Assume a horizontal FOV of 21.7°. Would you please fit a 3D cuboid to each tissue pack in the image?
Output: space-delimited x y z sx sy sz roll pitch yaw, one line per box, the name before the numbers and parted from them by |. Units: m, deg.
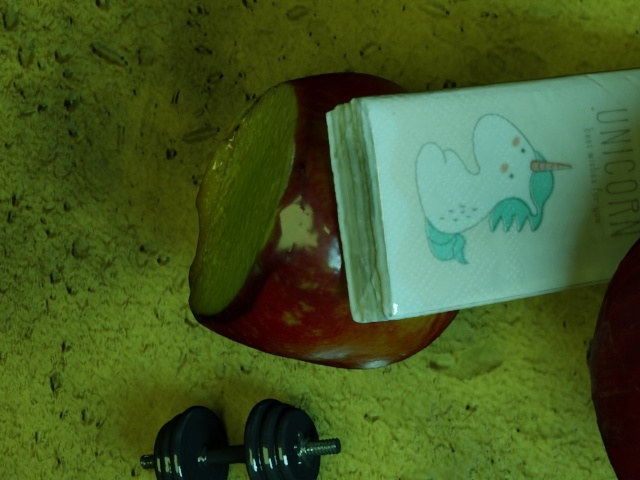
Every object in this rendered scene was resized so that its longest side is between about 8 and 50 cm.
tissue pack | 0.169 -0.042 1.307 0.071 0.325 0.170 -7 92 63

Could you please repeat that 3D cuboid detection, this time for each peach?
peach | 0.000 0.000 1.421 0.245 0.249 0.274 48 147 -16

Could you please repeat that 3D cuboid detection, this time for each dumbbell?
dumbbell | -0.077 0.198 1.550 0.208 0.099 0.099 -8 92 26

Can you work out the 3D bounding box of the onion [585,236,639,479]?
onion | 0.343 0.110 1.208 0.341 0.341 0.341 3 97 25
